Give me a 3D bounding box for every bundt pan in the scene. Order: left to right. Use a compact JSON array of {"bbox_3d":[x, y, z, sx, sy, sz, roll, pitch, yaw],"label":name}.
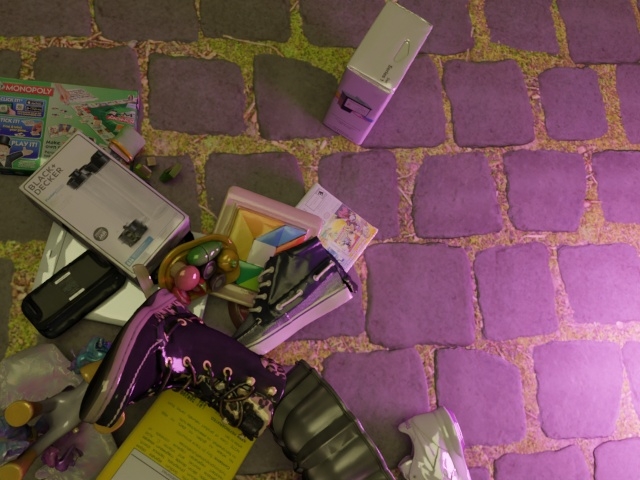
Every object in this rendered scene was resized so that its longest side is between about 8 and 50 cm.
[{"bbox_3d":[0.002,0.395,1.123,0.124,0.331,0.331,-32,84,-18],"label":"bundt pan"}]

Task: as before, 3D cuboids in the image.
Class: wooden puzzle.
[{"bbox_3d":[-0.130,0.026,1.277,0.221,0.044,0.239,20,85,-11],"label":"wooden puzzle"}]

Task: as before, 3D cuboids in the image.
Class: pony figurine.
[{"bbox_3d":[-0.454,0.310,1.088,0.351,0.363,0.303,-30,91,0],"label":"pony figurine"}]

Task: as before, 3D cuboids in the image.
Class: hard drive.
[{"bbox_3d":[-0.411,0.068,1.274,0.353,0.047,0.233,13,74,-7],"label":"hard drive"}]

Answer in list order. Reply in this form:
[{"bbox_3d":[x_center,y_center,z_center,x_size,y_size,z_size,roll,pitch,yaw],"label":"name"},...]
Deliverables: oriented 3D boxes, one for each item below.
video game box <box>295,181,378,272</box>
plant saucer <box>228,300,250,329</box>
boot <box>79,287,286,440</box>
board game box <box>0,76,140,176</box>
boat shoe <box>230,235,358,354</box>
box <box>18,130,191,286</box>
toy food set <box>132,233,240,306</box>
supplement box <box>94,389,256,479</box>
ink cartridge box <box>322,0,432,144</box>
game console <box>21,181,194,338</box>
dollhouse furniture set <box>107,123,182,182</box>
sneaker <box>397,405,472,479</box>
[{"bbox_3d":[0.000,0.000,1.366,0.187,0.048,0.205,38,74,3],"label":"video game box"},{"bbox_3d":[-0.121,0.141,1.320,0.168,0.029,0.168,3,75,-10],"label":"plant saucer"},{"bbox_3d":[-0.205,0.229,0.971,0.284,0.377,0.138,33,97,-8],"label":"boot"},{"bbox_3d":[-0.577,-0.245,1.320,0.317,0.046,0.213,4,76,-9],"label":"board game box"},{"bbox_3d":[-0.103,0.123,1.220,0.340,0.127,0.158,-31,95,-13],"label":"boat shoe"},{"bbox_3d":[-0.427,-0.063,1.191,0.290,0.087,0.169,39,73,3],"label":"box"},{"bbox_3d":[-0.242,0.072,1.168,0.218,0.071,0.128,-24,122,-31],"label":"toy food set"},{"bbox_3d":[-0.290,0.444,1.070,0.194,0.195,0.356,36,51,0],"label":"supplement box"},{"bbox_3d":[0.122,-0.375,1.358,0.117,0.278,0.201,31,73,-2],"label":"ink cartridge box"},{"bbox_3d":[-0.452,0.042,1.228,0.361,0.044,0.213,-41,84,-17],"label":"game console"},{"bbox_3d":[-0.385,-0.190,1.303,0.151,0.058,0.076,43,56,-23],"label":"dollhouse furniture set"},{"bbox_3d":[0.253,0.520,1.269,0.152,0.114,0.305,-14,75,1],"label":"sneaker"}]
